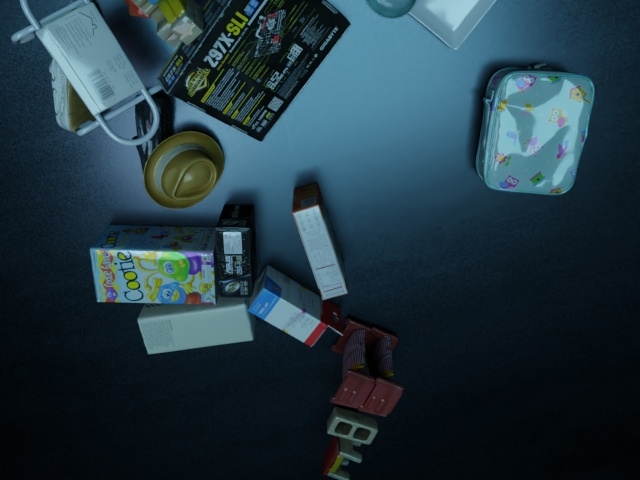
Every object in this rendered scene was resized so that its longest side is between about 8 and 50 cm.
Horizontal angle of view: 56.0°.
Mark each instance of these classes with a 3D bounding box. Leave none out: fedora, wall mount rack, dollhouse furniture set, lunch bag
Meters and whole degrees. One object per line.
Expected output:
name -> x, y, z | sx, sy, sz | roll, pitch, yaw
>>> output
fedora -> -0.293, -0.144, 1.340 | 0.194, 0.079, 0.194 | -17, 125, -26
wall mount rack -> -0.406, -0.374, 1.184 | 0.304, 0.130, 0.350 | -35, 113, -13
dollhouse furniture set -> 0.070, 0.421, 1.577 | 0.152, 0.201, 0.374 | 19, 119, -9
lunch bag -> 0.461, -0.246, 1.327 | 0.224, 0.108, 0.279 | 4, 112, 3

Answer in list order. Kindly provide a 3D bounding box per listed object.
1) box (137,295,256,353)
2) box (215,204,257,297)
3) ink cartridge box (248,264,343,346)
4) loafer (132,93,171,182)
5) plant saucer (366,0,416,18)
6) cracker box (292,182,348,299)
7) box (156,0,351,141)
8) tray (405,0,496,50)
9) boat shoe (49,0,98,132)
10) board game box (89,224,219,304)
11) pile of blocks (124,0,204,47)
box -> -0.308, 0.202, 1.522 | 0.275, 0.094, 0.113 | -7, 114, 2
box -> -0.195, 0.024, 1.416 | 0.078, 0.147, 0.180 | 0, 115, -1
ink cartridge box -> -0.058, 0.172, 1.490 | 0.231, 0.134, 0.078 | 33, 109, -13
loafer -> -0.381, -0.219, 1.351 | 0.078, 0.076, 0.223 | 15, 119, 13
plant saucer -> 0.146, -0.516, 1.227 | 0.119, 0.021, 0.119 | 17, 133, 19
cracker box -> 0.000, 0.000, 1.404 | 0.067, 0.155, 0.232 | -16, 114, 5
box -> -0.128, -0.382, 1.206 | 0.257, 0.079, 0.322 | 22, 115, -45
tray -> 0.311, -0.545, 1.235 | 0.145, 0.030, 0.270 | 34, 109, -14
boat shoe -> -0.527, -0.368, 1.266 | 0.096, 0.098, 0.277 | 15, 102, 30
board game box -> -0.379, 0.056, 1.430 | 0.275, 0.144, 0.142 | 2, 114, -1
pile of blocks -> -0.349, -0.500, 1.104 | 0.113, 0.149, 0.362 | -34, 80, 24
